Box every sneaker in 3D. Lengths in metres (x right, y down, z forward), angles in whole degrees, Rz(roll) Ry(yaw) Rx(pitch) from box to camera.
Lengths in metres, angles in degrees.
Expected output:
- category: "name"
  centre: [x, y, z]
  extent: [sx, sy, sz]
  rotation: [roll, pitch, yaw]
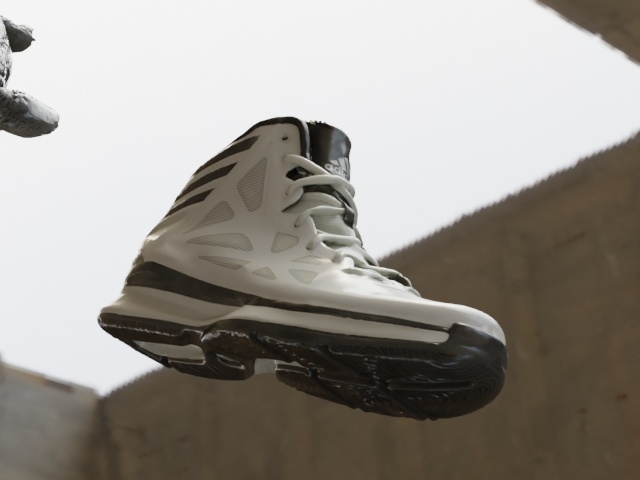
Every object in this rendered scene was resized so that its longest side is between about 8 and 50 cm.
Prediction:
- category: "sneaker"
  centre: [-0.001, -0.001, 1.322]
  extent: [0.447, 0.169, 0.257]
  rotation: [6, -114, 43]

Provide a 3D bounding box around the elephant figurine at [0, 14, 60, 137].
- category: "elephant figurine"
  centre: [-0.255, -0.112, 0.987]
  extent: [0.239, 0.169, 0.186]
  rotation: [9, -112, 54]
